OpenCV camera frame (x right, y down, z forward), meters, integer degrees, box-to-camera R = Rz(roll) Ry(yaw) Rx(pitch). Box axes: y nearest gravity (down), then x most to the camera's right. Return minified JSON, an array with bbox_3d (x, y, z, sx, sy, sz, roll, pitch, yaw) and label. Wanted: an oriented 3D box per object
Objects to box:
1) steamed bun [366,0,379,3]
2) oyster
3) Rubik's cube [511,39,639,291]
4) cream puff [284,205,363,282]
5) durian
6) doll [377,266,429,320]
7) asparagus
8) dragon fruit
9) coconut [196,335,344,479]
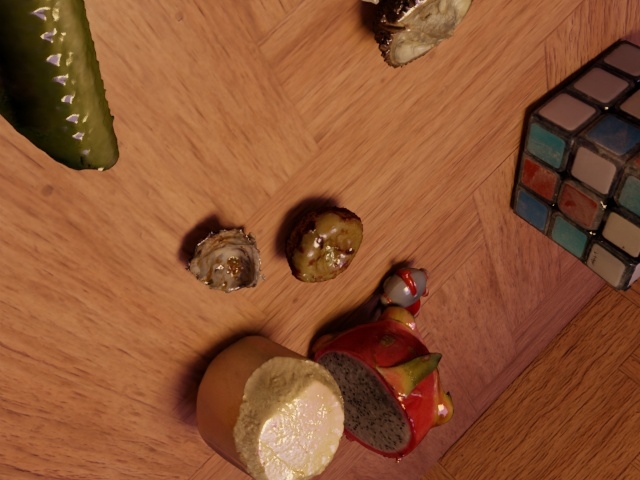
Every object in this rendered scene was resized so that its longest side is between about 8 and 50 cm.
[{"bbox_3d":[0.009,-0.350,0.660,0.170,0.200,0.225,-28,142,-39],"label":"steamed bun"},{"bbox_3d":[-0.137,0.032,1.049,0.105,0.056,0.177,-36,148,3],"label":"oyster"},{"bbox_3d":[0.680,-0.170,1.528,0.362,0.363,0.358,-35,148,-17],"label":"Rubik's cube"},{"bbox_3d":[0.000,0.000,1.151,0.149,0.084,0.149,-29,140,-28],"label":"cream puff"},{"bbox_3d":[0.137,-0.318,0.965,0.188,0.091,0.148,-5,141,-52],"label":"durian"},{"bbox_3d":[0.183,0.124,1.516,0.142,0.076,0.245,-35,151,-14],"label":"doll"},{"bbox_3d":[-0.260,-0.212,0.581,0.128,0.108,0.382,-5,139,-7],"label":"asparagus"},{"bbox_3d":[0.146,0.282,1.455,0.226,0.305,0.305,-32,146,-36],"label":"dragon fruit"},{"bbox_3d":[-0.097,0.299,1.224,0.239,0.244,0.239,-7,102,-36],"label":"coconut"}]
